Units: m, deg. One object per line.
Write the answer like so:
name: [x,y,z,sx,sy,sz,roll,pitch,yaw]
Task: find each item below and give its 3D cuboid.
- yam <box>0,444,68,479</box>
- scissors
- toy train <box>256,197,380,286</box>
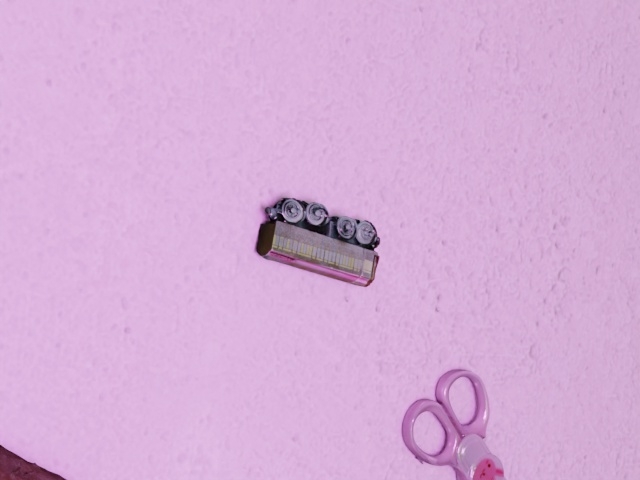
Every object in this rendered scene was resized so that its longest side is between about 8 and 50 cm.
yam: [-0.311,0.230,1.308,0.280,0.131,0.131,34,75,-33]
scissors: [0.182,0.264,1.713,0.118,0.030,0.242,-42,112,-25]
toy train: [0.000,0.000,1.555,0.148,0.038,0.071,18,84,-34]
